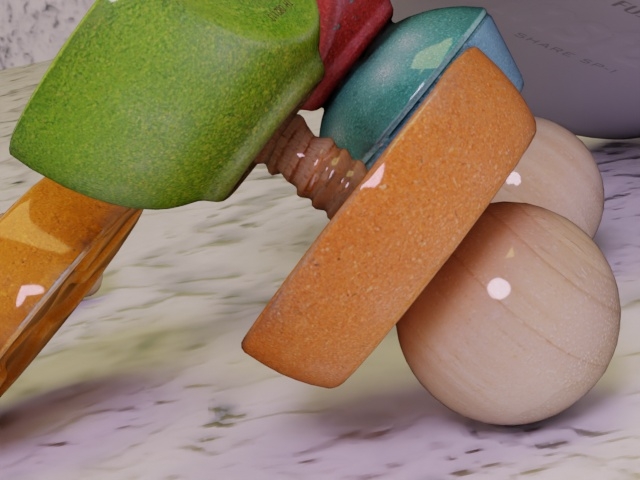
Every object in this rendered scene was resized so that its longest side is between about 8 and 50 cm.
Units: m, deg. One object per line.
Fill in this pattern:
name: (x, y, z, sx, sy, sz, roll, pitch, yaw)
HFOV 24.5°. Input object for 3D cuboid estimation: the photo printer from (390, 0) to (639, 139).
photo printer: (0.133, -0.133, 0.590, 0.256, 0.107, 0.307, 16, -14, -28)

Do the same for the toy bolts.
toy bolts: (0.000, 0.000, 0.480, 0.218, 0.158, 0.228, -51, 1, 32)

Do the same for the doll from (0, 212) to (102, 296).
doll: (-0.171, 0.031, 0.577, 0.129, 0.046, 0.189, -3, 15, 38)
